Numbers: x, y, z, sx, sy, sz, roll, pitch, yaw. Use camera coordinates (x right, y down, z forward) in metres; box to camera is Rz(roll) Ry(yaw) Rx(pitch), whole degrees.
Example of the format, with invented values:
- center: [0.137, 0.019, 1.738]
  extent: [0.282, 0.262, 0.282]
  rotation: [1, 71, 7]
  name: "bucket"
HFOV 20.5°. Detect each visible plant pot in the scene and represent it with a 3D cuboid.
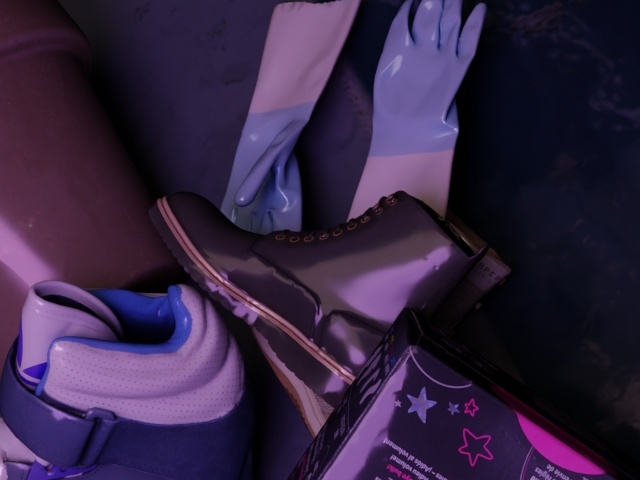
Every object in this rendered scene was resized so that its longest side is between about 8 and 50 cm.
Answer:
- center: [-0.222, -0.019, 1.256]
  extent: [0.263, 0.263, 0.229]
  rotation: [-45, 78, 11]
  name: "plant pot"

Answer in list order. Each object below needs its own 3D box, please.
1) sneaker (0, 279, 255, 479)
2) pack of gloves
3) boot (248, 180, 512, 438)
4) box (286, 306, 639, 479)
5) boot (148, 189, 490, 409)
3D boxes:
- center: [-0.202, 0.127, 1.136]
  extent: [0.323, 0.236, 0.130]
  rotation: [-13, 34, -8]
  name: "sneaker"
- center: [0.009, -0.081, 1.200]
  extent: [0.195, 0.046, 0.232]
  rotation: [-5, 61, 37]
  name: "pack of gloves"
- center: [0.064, 0.075, 1.156]
  extent: [0.165, 0.077, 0.213]
  rotation: [-42, 58, 10]
  name: "boot"
- center: [0.111, 0.170, 0.999]
  extent: [0.247, 0.163, 0.142]
  rotation: [35, 95, -2]
  name: "box"
- center: [0.000, 0.000, 1.119]
  extent: [0.198, 0.077, 0.137]
  rotation: [41, 100, 15]
  name: "boot"
